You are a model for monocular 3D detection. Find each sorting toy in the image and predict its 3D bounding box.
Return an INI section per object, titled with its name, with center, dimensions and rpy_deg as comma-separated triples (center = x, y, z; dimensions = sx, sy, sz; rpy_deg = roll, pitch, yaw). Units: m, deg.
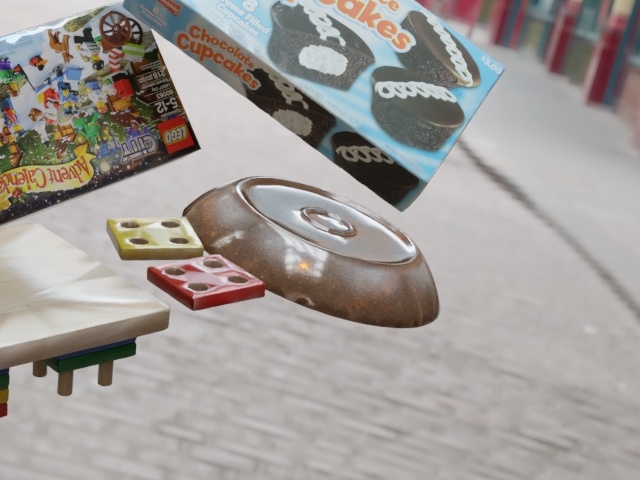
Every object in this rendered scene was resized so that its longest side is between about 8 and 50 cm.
[sorting toy]
center = -0.161, 0.041, 0.905
dimensions = 0.274, 0.046, 0.132
rpy_deg = -13, 28, -39

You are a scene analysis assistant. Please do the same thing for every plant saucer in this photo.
[plant saucer]
center = 0.000, 0.000, 1.268
dimensions = 0.199, 0.036, 0.198
rpy_deg = 21, 18, -7

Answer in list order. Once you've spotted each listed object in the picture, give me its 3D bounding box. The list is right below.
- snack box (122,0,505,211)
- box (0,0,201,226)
[snack box]
center = -0.002, -0.189, 1.651
dimensions = 0.322, 0.060, 0.187
rpy_deg = 36, 50, -1
[box]
center = -0.240, -0.116, 1.620
dimensions = 0.233, 0.159, 0.044
rpy_deg = -24, 1, -34
